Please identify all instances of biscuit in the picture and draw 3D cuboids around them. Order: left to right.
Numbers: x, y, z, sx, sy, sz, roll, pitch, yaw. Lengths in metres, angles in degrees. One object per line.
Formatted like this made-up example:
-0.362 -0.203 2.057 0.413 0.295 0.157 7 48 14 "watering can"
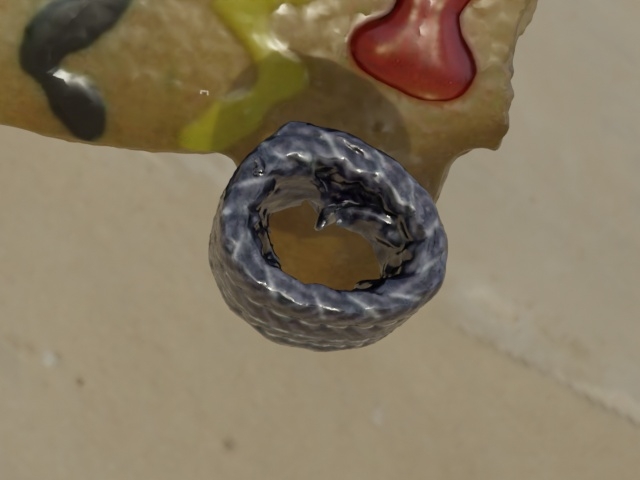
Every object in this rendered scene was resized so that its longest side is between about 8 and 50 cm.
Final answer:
-0.069 -0.167 1.010 0.394 0.368 0.076 17 21 -3 "biscuit"

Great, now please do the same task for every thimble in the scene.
0.001 0.002 0.874 0.104 0.066 0.095 44 72 1 "thimble"
